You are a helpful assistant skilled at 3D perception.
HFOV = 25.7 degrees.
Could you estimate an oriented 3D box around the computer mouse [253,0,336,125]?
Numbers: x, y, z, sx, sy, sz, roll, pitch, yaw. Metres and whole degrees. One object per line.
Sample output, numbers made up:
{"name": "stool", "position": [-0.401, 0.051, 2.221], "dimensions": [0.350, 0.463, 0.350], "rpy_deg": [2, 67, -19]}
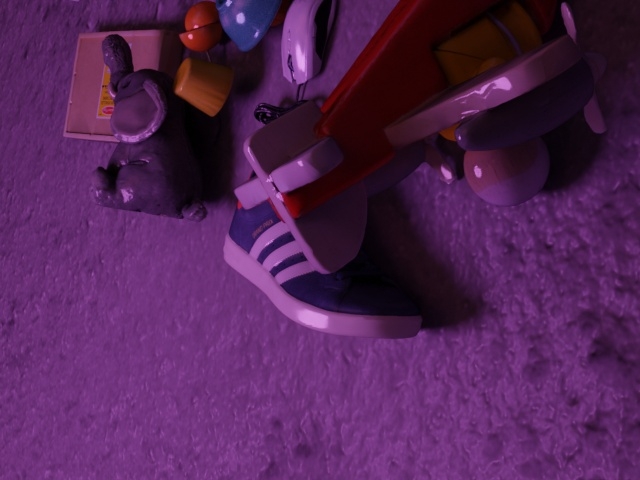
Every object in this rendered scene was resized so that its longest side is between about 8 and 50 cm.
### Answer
{"name": "computer mouse", "position": [-0.030, -0.233, 1.743], "dimensions": [0.106, 0.042, 0.193], "rpy_deg": [18, 97, 53]}

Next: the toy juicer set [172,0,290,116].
{"name": "toy juicer set", "position": [-0.082, -0.332, 1.813], "dimensions": [0.329, 0.089, 0.209], "rpy_deg": [-53, 27, 34]}

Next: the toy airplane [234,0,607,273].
{"name": "toy airplane", "position": [0.105, -0.115, 1.359], "dimensions": [0.384, 0.272, 0.386], "rpy_deg": [-44, 16, 23]}

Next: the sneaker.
{"name": "sneaker", "position": [0.000, 0.000, 1.584], "dimensions": [0.350, 0.131, 0.148], "rpy_deg": [29, 111, 51]}

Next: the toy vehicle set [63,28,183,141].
{"name": "toy vehicle set", "position": [-0.298, -0.228, 2.096], "dimensions": [0.266, 0.035, 0.166], "rpy_deg": [10, 91, 53]}

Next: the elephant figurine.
{"name": "elephant figurine", "position": [-0.225, -0.156, 1.883], "dimensions": [0.169, 0.185, 0.240], "rpy_deg": [-170, 90, -86]}
